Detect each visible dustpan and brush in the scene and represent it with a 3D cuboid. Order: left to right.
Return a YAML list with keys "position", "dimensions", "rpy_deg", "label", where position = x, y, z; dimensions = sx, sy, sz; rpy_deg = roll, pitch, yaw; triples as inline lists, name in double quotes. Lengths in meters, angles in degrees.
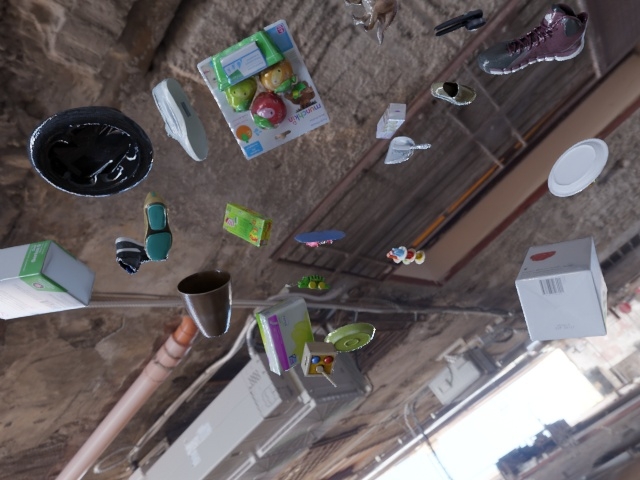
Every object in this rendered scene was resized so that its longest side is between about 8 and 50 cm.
- position: [0.399, -0.416, 2.131]
  dimensions: [0.060, 0.211, 0.147]
  rpy_deg: [57, -133, -54]
  label: "dustpan and brush"

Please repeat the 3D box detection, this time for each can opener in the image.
- position: [0.518, -0.813, 1.759]
  dimensions: [0.073, 0.186, 0.059]
  rpy_deg: [-90, -15, -45]
  label: "can opener"

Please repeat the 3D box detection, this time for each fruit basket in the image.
- position: [-0.188, -0.486, 1.556]
  dimensions: [0.165, 0.327, 0.353]
  rpy_deg: [-70, -44, -72]
  label: "fruit basket"

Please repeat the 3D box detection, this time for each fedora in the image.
- position: [-0.657, -0.280, 1.369]
  dimensions: [0.334, 0.334, 0.152]
  rpy_deg: [25, -145, -37]
  label: "fedora"

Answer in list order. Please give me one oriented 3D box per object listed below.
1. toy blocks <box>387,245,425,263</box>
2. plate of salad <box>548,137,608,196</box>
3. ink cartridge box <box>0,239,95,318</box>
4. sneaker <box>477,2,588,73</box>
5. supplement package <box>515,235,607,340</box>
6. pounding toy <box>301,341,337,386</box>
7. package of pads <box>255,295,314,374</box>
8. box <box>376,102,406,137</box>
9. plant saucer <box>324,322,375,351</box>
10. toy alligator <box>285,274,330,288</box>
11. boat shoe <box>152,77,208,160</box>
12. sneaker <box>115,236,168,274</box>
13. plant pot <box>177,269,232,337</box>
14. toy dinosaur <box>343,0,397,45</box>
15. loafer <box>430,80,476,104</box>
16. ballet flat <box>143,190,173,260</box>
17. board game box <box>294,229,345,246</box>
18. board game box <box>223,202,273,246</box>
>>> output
- position: [0.311, 0.056, 1.830]
  dimensions: [0.148, 0.123, 0.054]
  rpy_deg: [12, -101, -34]
  label: "toy blocks"
- position: [0.782, -0.217, 1.427]
  dimensions: [0.048, 0.199, 0.199]
  rpy_deg: [28, -155, -16]
  label: "plate of salad"
- position: [-0.853, 0.119, 1.366]
  dimensions: [0.211, 0.289, 0.121]
  rpy_deg: [69, -166, -56]
  label: "ink cartridge box"
- position: [0.570, -0.554, 1.262]
  dimensions: [0.162, 0.282, 0.106]
  rpy_deg: [64, -164, -64]
  label: "sneaker"
- position: [0.658, 0.123, 1.277]
  dimensions: [0.293, 0.178, 0.175]
  rpy_deg: [-30, -76, -56]
  label: "supplement package"
- position: [0.004, 0.476, 1.805]
  dimensions: [0.130, 0.141, 0.100]
  rpy_deg: [4, -159, -18]
  label: "pounding toy"
- position: [-0.146, 0.422, 2.139]
  dimensions: [0.229, 0.101, 0.296]
  rpy_deg: [-23, -72, -34]
  label: "package of pads"
- position: [0.283, -0.480, 1.914]
  dimensions: [0.067, 0.063, 0.324]
  rpy_deg: [4, 180, -2]
  label: "box"
- position: [0.138, 0.451, 2.150]
  dimensions: [0.241, 0.241, 0.037]
  rpy_deg: [22, -141, -41]
  label: "plant saucer"
- position: [-0.046, 0.160, 1.845]
  dimensions: [0.190, 0.051, 0.056]
  rpy_deg: [6, 179, -25]
  label: "toy alligator"
- position: [-0.383, -0.320, 1.283]
  dimensions: [0.079, 0.081, 0.227]
  rpy_deg: [-45, -63, -55]
  label: "boat shoe"
- position: [-0.665, 0.075, 1.749]
  dimensions: [0.217, 0.079, 0.121]
  rpy_deg: [26, -129, -50]
  label: "sneaker"
- position: [-0.447, 0.267, 1.910]
  dimensions: [0.215, 0.216, 0.230]
  rpy_deg: [-70, -25, -67]
  label: "plant pot"
- position: [0.184, -0.787, 1.496]
  dimensions: [0.295, 0.200, 0.127]
  rpy_deg: [61, -177, -21]
  label: "toy dinosaur"
- position: [0.393, -0.429, 1.370]
  dimensions: [0.148, 0.056, 0.050]
  rpy_deg: [2, -171, -18]
  label: "loafer"
- position: [-0.463, -0.042, 1.340]
  dimensions: [0.080, 0.232, 0.073]
  rpy_deg: [-5, -134, -25]
  label: "ballet flat"
- position: [0.000, 0.000, 1.565]
  dimensions: [0.169, 0.033, 0.133]
  rpy_deg: [-8, -165, -11]
  label: "board game box"
- position: [-0.244, -0.055, 1.573]
  dimensions: [0.181, 0.092, 0.043]
  rpy_deg: [24, -160, 33]
  label: "board game box"
